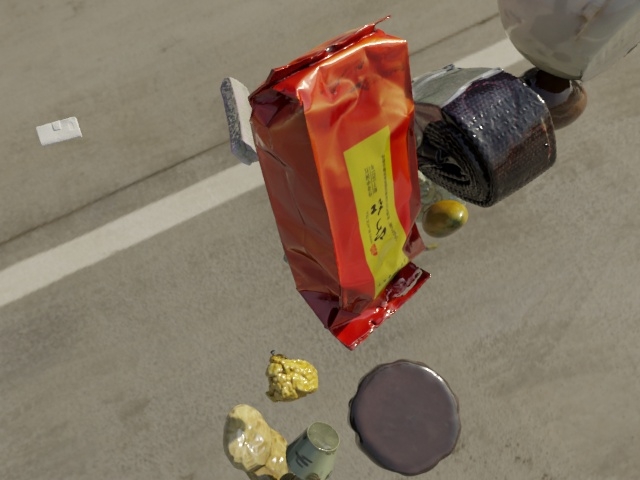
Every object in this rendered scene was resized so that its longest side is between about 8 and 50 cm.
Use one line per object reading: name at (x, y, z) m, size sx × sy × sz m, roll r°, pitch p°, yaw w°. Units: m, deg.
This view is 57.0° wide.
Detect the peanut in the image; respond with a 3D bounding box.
peanut at (-0.161, 0.538, 1.533) m, size 0.110 × 0.233 × 0.196 m, roll -31°, pitch 26°, yaw 10°

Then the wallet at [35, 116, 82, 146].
wallet at (-0.536, -0.223, 1.209) m, size 0.083 × 0.044 × 0.011 m, roll -17°, pitch 8°, yaw -4°

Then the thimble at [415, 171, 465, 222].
thimble at (0.348, -0.193, 1.802) m, size 0.195 × 0.291 × 0.291 m, roll 9°, pitch 53°, yaw -5°

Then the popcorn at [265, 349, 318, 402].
popcorn at (-0.097, 0.465, 1.948) m, size 0.140 × 0.194 × 0.163 m, roll -8°, pitch 56°, yaw 42°

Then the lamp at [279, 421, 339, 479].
lamp at (-0.032, 0.526, 1.384) m, size 0.121 × 0.214 × 0.121 m, roll 21°, pitch 30°, yaw -12°

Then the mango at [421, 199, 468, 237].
mango at (0.334, -0.058, 1.560) m, size 0.111 × 0.089 × 0.163 m, roll -54°, pitch 16°, yaw -26°

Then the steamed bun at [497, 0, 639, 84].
steamed bun at (0.419, -0.439, 0.964) m, size 0.310 × 0.309 × 0.309 m, roll -7°, pitch 52°, yaw 9°

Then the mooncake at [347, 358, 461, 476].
mooncake at (0.207, 0.440, 1.485) m, size 0.283 × 0.141 × 0.282 m, roll 1°, pitch 75°, yaw -3°

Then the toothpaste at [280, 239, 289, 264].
toothpaste at (-0.071, 0.016, 1.483) m, size 0.067 × 0.037 × 0.255 m, roll -21°, pitch 16°, yaw 2°

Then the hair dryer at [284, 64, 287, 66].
hair dryer at (-0.130, -0.409, 1.721) m, size 0.267 × 0.092 × 0.229 m, roll -45°, pitch 19°, yaw 7°

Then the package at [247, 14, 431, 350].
package at (0.036, -0.063, 0.770) m, size 0.196 × 0.423 × 0.123 m, roll -38°, pitch 44°, yaw -26°

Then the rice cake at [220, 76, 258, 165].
rice cake at (-0.200, -0.301, 1.466) m, size 0.056 × 0.073 × 0.365 m, roll -40°, pitch 40°, yaw 20°

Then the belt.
belt at (0.204, -0.158, 0.894) m, size 0.164 × 0.184 × 0.289 m, roll -36°, pitch 28°, yaw -6°

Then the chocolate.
chocolate at (0.434, -0.268, 1.109) m, size 0.133 × 0.124 × 0.127 m, roll -11°, pitch 27°, yaw -6°
